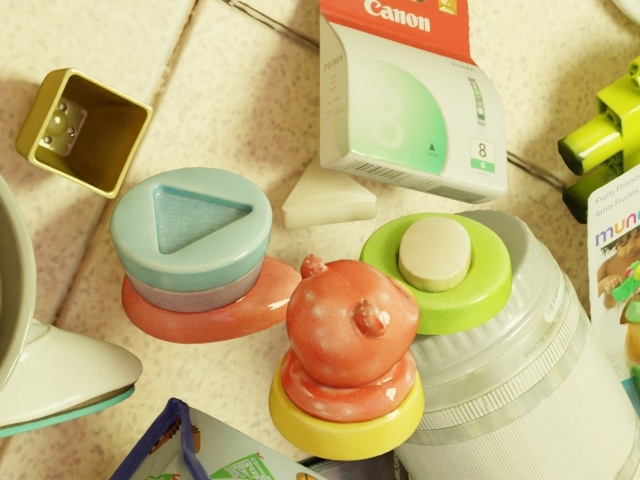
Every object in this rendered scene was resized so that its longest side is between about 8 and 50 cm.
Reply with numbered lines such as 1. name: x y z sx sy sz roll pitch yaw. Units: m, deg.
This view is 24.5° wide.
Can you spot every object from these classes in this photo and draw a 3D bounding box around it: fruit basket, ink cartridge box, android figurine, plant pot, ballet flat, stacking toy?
1. fruit basket: 0.405 0.028 1.501 0.327 0.165 0.353 -28 137 -23
2. ink cartridge box: 0.083 -0.157 1.320 0.181 0.056 0.224 11 72 -34
3. android figurine: 0.364 -0.124 1.488 0.273 0.056 0.248 -30 144 -10
4. plant pot: -0.200 -0.091 1.190 0.081 0.083 0.081 26 87 -33
5. ballet flat: -0.330 0.114 1.135 0.400 0.139 0.139 -17 109 -24
6. stacking toy: 0.000 0.000 1.193 0.279 0.309 0.130 -37 141 -34

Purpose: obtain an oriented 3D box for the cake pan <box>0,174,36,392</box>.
1. cake pan: -0.356 0.034 1.067 0.293 0.054 0.293 4 72 -14

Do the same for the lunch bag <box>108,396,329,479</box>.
1. lunch bag: -0.096 0.389 1.249 0.328 0.239 0.385 34 104 -26

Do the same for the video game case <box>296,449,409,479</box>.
1. video game case: -0.029 0.312 1.415 0.274 0.026 0.196 -14 107 -29

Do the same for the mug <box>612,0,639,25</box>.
1. mug: 0.436 -0.355 1.442 0.374 0.276 0.328 -41 131 16

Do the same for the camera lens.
1. camera lens: 0.160 0.137 1.377 0.219 0.219 0.274 -40 118 -19
